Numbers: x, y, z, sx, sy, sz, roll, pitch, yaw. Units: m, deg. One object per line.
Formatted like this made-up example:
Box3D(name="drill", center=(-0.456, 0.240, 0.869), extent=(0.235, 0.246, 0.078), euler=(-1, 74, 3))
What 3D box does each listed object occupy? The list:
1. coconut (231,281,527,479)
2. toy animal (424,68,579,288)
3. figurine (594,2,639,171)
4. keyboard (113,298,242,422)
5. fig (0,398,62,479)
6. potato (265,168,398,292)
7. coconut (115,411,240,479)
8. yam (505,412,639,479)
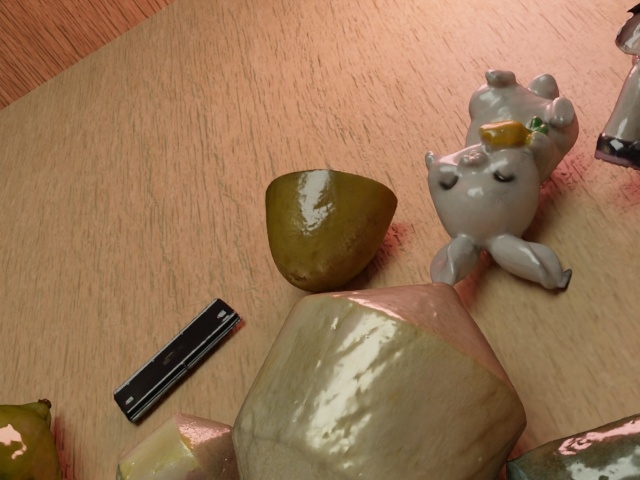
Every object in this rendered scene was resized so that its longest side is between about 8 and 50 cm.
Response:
Box3D(name="coconut", center=(0.064, 0.176, 0.958), extent=(0.328, 0.329, 0.329), euler=(-23, 37, 18))
Box3D(name="toy animal", center=(0.243, -0.076, 1.230), extent=(0.208, 0.154, 0.326), euler=(-2, 65, 11))
Box3D(name="figurine", center=(0.481, -0.135, 1.034), extent=(0.253, 0.211, 0.361), euler=(-37, 33, -2))
Box3D(name="keyboard", center=(-0.221, 0.183, 1.422), extent=(0.230, 0.025, 0.093), euler=(-43, 34, -10))
Box3D(name="fig", center=(-0.485, 0.320, 1.308), extent=(0.233, 0.233, 0.314), euler=(-19, 47, 22))
Box3D(name="potato", center=(0.000, 0.000, 1.347), extent=(0.203, 0.178, 0.158), euler=(7, 65, 14))
Box3D(name="coconut", center=(-0.162, 0.289, 1.147), extent=(0.152, 0.147, 0.147), euler=(-36, 35, 2))
Box3D(name="yam", center=(0.325, 0.217, 0.838), extent=(0.330, 0.133, 0.133), euler=(-22, 37, 15))
